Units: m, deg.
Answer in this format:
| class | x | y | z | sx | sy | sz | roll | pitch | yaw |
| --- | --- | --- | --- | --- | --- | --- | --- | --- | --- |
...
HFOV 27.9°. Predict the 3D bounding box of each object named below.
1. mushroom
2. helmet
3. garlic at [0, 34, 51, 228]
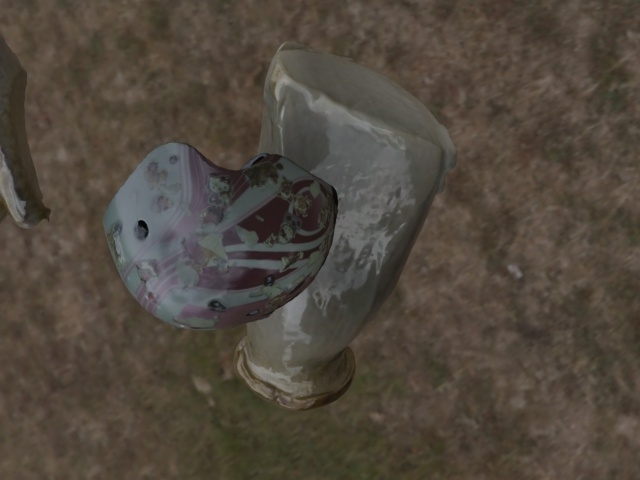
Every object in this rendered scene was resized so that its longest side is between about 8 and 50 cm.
| class | x | y | z | sx | sy | sz | roll | pitch | yaw |
| --- | --- | --- | --- | --- | --- | --- | --- | --- | --- |
| mushroom | 0.009 | -0.003 | 1.151 | 0.407 | 0.154 | 0.137 | 101 | 152 | -47 |
| helmet | -0.071 | 0.012 | 0.946 | 0.153 | 0.177 | 0.107 | 127 | 145 | -53 |
| garlic | -0.369 | -0.100 | 1.093 | 0.292 | 0.210 | 0.237 | 4 | 132 | 0 |
